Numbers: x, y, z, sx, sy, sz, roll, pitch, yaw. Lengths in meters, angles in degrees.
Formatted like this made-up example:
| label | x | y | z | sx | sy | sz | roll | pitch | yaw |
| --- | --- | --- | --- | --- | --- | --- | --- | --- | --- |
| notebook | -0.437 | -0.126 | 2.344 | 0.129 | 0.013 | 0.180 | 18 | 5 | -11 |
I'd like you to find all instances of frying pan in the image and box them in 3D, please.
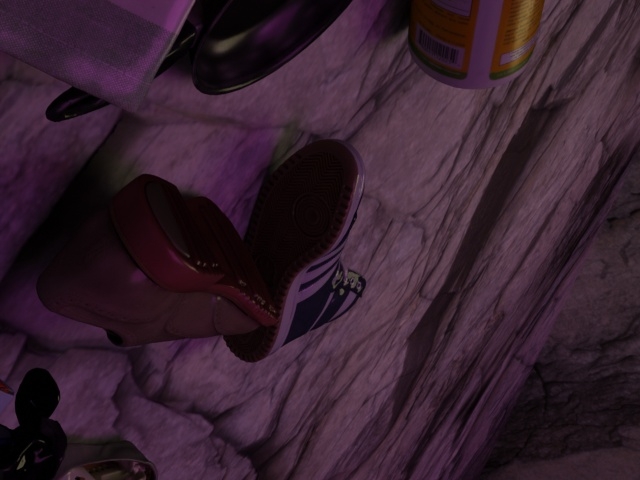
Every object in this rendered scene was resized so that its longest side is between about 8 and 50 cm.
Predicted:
| label | x | y | z | sx | sy | sz | roll | pitch | yaw |
| --- | --- | --- | --- | --- | --- | --- | --- | --- | --- |
| frying pan | -0.080 | -0.157 | 0.851 | 0.326 | 0.053 | 0.197 | -36 | 169 | -19 |

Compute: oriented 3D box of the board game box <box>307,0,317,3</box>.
| label | x | y | z | sx | sy | sz | roll | pitch | yaw |
| --- | --- | --- | --- | --- | --- | --- | --- | --- | --- |
| board game box | 0.040 | -0.345 | 0.902 | 0.145 | 0.027 | 0.281 | -40 | 152 | -33 |

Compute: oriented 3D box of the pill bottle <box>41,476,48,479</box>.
| label | x | y | z | sx | sy | sz | roll | pitch | yaw |
| --- | --- | --- | --- | --- | --- | --- | --- | --- | --- |
| pill bottle | -0.305 | 0.279 | 0.897 | 0.123 | 0.123 | 0.219 | -15 | 133 | -59 |

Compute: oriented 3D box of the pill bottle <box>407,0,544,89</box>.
| label | x | y | z | sx | sy | sz | roll | pitch | yaw |
| --- | --- | --- | --- | --- | --- | --- | --- | --- | --- |
| pill bottle | 0.164 | -0.283 | 1.092 | 0.136 | 0.136 | 0.246 | -44 | 155 | -29 |

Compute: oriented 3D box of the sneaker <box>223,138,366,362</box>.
| label | x | y | z | sx | sy | sz | roll | pitch | yaw |
| --- | --- | --- | --- | --- | --- | --- | --- | --- | --- |
| sneaker | 0.000 | 0.000 | 1.181 | 0.153 | 0.099 | 0.282 | -19 | 144 | -49 |

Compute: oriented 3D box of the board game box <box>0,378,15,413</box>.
| label | x | y | z | sx | sy | sz | roll | pitch | yaw |
| --- | --- | --- | --- | --- | --- | --- | --- | --- | --- |
| board game box | -0.373 | 0.160 | 0.647 | 0.308 | 0.086 | 0.302 | -53 | 158 | -9 |

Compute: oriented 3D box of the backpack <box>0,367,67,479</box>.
| label | x | y | z | sx | sy | sz | roll | pitch | yaw |
| --- | --- | --- | --- | --- | --- | --- | --- | --- | --- |
| backpack | -0.272 | 0.167 | 0.458 | 0.263 | 0.213 | 0.277 | -27 | 141 | -79 |

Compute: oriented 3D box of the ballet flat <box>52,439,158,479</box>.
| label | x | y | z | sx | sy | sz | roll | pitch | yaw |
| --- | --- | --- | --- | --- | --- | --- | --- | --- | --- |
| ballet flat | -0.228 | 0.235 | 1.069 | 0.072 | 0.068 | 0.213 | -61 | 157 | 8 |

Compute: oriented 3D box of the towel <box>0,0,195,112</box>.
| label | x | y | z | sx | sy | sz | roll | pitch | yaw |
| --- | --- | --- | --- | --- | --- | --- | --- | --- | --- |
| towel | -0.119 | -0.250 | 0.522 | 0.248 | 0.038 | 0.325 | 23 | 102 | -32 |

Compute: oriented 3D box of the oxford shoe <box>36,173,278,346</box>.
| label | x | y | z | sx | sy | sz | roll | pitch | yaw |
| --- | --- | --- | --- | --- | --- | --- | --- | --- | --- |
| oxford shoe | -0.137 | 0.035 | 0.979 | 0.130 | 0.123 | 0.348 | -31 | 160 | 7 |
